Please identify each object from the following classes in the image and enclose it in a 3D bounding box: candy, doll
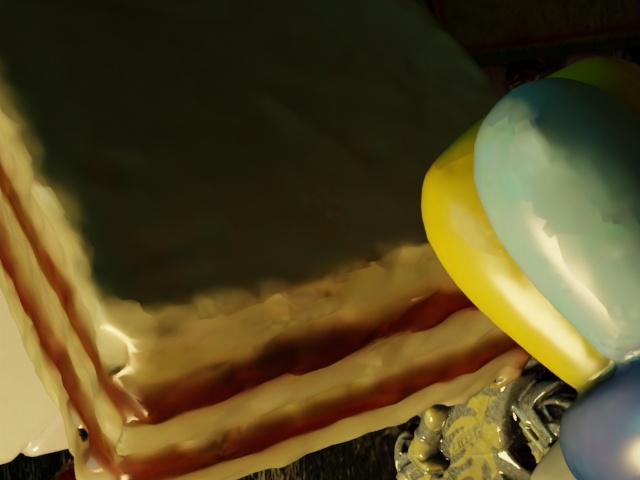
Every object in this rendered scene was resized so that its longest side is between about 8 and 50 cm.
[{"bbox_3d":[-0.061,-0.062,0.555,0.320,0.179,0.135,57,153,30],"label":"candy"},{"bbox_3d":[0.140,0.142,0.386,0.376,0.187,0.365,35,165,38],"label":"doll"}]

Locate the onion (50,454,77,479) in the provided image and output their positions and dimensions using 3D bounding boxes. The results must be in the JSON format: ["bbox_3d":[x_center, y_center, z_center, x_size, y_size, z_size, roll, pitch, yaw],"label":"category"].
[{"bbox_3d":[-0.153,0.277,1.287,0.218,0.140,0.195,36,151,10],"label":"onion"}]

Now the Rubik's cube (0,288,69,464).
[{"bbox_3d":[-0.190,-0.061,0.992,0.316,0.319,0.322,-142,46,-57],"label":"Rubik's cube"}]

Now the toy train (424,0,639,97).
[{"bbox_3d":[0.038,-0.151,0.656,0.261,0.134,0.177,-171,73,-66],"label":"toy train"}]

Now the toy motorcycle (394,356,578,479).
[{"bbox_3d":[0.081,0.083,0.738,0.193,0.061,0.124,-27,80,60],"label":"toy motorcycle"}]
